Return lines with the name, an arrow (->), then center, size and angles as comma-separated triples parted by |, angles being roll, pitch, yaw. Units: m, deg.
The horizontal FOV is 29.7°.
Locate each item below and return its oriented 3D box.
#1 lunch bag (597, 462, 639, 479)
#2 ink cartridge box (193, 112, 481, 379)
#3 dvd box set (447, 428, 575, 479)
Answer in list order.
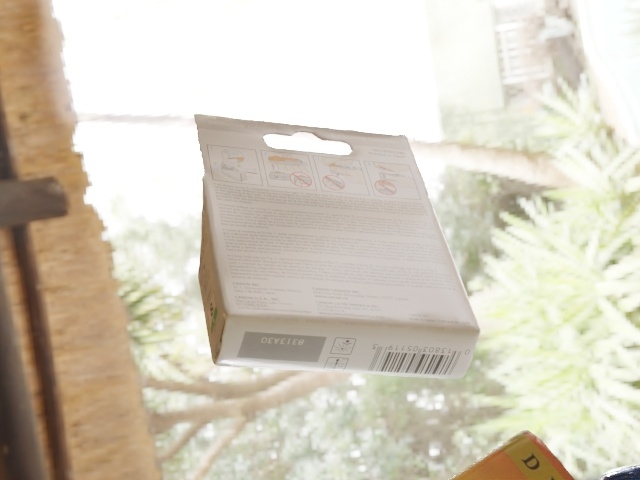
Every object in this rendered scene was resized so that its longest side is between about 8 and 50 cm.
lunch bag -> 0.298, 0.234, 0.974 | 0.219, 0.176, 0.090 | 85, -177, -67
ink cartridge box -> 0.000, 0.000, 0.871 | 0.225, 0.181, 0.056 | -107, 28, -49
dvd box set -> 0.005, 0.285, 0.393 | 0.308, 0.420, 0.062 | 51, 151, 23
